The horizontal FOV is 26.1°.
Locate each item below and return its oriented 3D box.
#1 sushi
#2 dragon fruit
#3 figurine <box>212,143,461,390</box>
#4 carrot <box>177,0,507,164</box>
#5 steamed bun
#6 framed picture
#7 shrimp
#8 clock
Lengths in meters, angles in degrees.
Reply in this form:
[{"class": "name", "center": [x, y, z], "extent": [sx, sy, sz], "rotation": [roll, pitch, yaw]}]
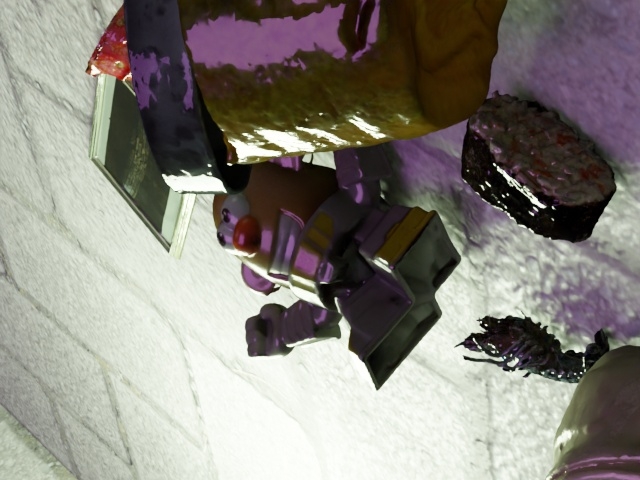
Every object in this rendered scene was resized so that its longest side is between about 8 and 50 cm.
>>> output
[{"class": "sushi", "center": [0.191, -0.065, 1.234], "extent": [0.150, 0.090, 0.078], "rotation": [45, 147, 25]}, {"class": "dragon fruit", "center": [-0.197, -0.232, 1.646], "extent": [0.111, 0.153, 0.153], "rotation": [37, 152, -1]}, {"class": "figurine", "center": [0.000, 0.001, 1.524], "extent": [0.285, 0.343, 0.167], "rotation": [36, -169, 31]}, {"class": "carrot", "center": [-0.005, -0.193, 1.145], "extent": [0.340, 0.241, 0.242], "rotation": [-6, 118, 32]}, {"class": "steamed bun", "center": [0.322, 0.279, 1.254], "extent": [0.309, 0.219, 0.324], "rotation": [30, 144, 41]}, {"class": "framed picture", "center": [-0.259, -0.118, 1.986], "extent": [0.231, 0.018, 0.293], "rotation": [48, 153, 15]}, {"class": "shrimp", "center": [0.217, 0.119, 1.406], "extent": [0.174, 0.082, 0.076], "rotation": [10, 124, 46]}, {"class": "clock", "center": [-0.125, -0.203, 1.393], "extent": [0.325, 0.067, 0.325], "rotation": [-5, -90, -82]}]
